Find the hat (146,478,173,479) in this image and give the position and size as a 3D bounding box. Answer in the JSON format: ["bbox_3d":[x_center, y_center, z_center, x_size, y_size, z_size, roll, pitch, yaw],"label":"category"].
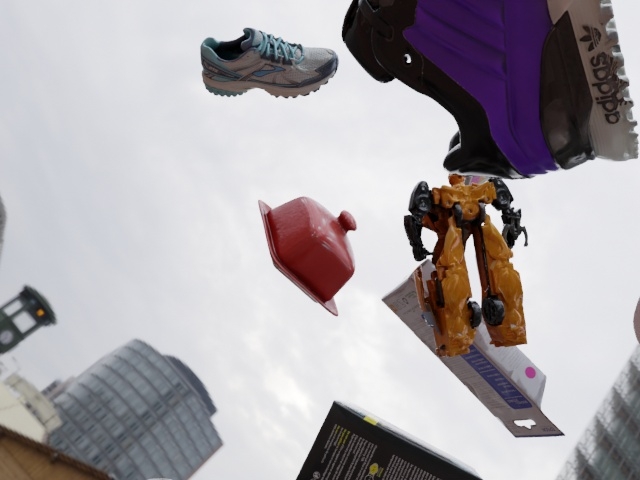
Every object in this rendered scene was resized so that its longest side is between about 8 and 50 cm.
[{"bbox_3d":[-0.229,0.251,0.375,0.134,0.331,0.331,32,-35,15],"label":"hat"}]

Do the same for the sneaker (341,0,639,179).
[{"bbox_3d":[0.068,-0.156,0.351,0.146,0.102,0.293,-13,-66,28],"label":"sneaker"}]

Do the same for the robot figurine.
[{"bbox_3d":[0.231,0.031,1.033,0.085,0.211,0.290,150,-66,-70],"label":"robot figurine"}]

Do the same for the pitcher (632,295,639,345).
[{"bbox_3d":[0.287,0.070,0.303,0.125,0.207,0.177,104,-22,-47],"label":"pitcher"}]

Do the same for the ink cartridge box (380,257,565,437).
[{"bbox_3d":[0.278,0.203,1.178,0.371,0.069,0.176,48,-21,5],"label":"ink cartridge box"}]

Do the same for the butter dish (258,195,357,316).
[{"bbox_3d":[0.000,0.000,0.935,0.160,0.118,0.160,44,17,-35],"label":"butter dish"}]

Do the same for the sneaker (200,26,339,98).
[{"bbox_3d":[-0.106,-0.356,1.282,0.283,0.110,0.122,-4,-38,5],"label":"sneaker"}]

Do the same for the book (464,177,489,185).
[{"bbox_3d":[0.418,-0.187,1.695,0.035,0.096,0.144,46,-19,20],"label":"book"}]

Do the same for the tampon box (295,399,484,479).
[{"bbox_3d":[0.070,0.245,0.662,0.161,0.101,0.120,25,-8,13],"label":"tampon box"}]
